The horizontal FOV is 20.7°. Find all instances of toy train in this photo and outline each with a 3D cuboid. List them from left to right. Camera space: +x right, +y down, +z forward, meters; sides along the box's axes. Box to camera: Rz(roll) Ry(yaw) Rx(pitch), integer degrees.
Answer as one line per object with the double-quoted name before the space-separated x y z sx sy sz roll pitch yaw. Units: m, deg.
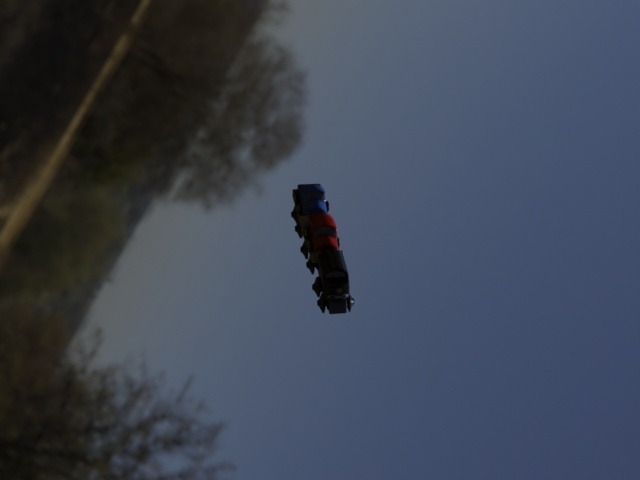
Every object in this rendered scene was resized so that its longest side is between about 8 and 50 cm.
"toy train" 0.000 0.000 1.255 0.158 0.027 0.036 -107 -165 -59
